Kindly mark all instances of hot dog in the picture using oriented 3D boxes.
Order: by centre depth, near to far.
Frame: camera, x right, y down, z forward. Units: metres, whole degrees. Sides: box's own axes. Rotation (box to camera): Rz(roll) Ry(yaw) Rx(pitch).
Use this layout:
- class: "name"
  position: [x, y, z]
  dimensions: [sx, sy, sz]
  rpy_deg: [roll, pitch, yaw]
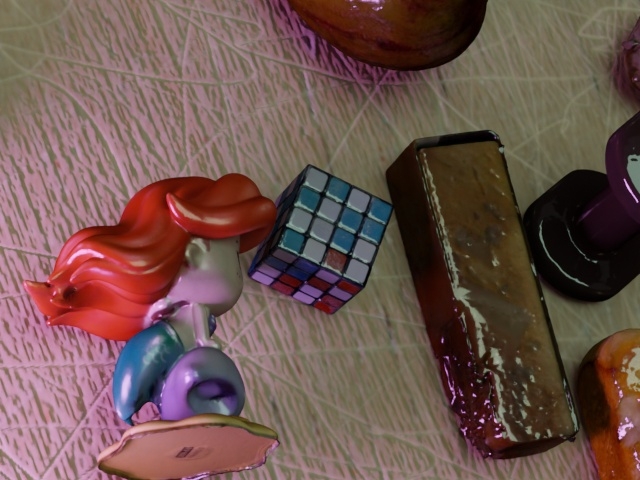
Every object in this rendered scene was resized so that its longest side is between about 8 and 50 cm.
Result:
- class: "hot dog"
  position: [0.347, 0.204, 1.680]
  dimensions: [0.153, 0.150, 0.256]
  rpy_deg: [-9, 74, -13]

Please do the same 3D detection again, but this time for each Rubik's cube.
- class: "Rubik's cube"
  position: [0.000, 0.000, 1.651]
  dimensions: [0.092, 0.092, 0.092]
  rpy_deg: [26, 64, -10]

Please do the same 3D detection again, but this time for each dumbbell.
- class: "dumbbell"
  position: [0.296, -0.036, 1.699]
  dimensions: [0.140, 0.225, 0.124]
  rpy_deg: [-38, 85, -29]

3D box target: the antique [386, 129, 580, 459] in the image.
- class: "antique"
  position: [0.153, 0.055, 1.691]
  dimensions: [0.093, 0.087, 0.309]
  rpy_deg: [-8, 74, -21]

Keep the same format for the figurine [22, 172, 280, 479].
- class: "figurine"
  position: [-0.136, 0.063, 1.533]
  dimensions: [0.208, 0.181, 0.257]
  rpy_deg: [-14, 66, 14]

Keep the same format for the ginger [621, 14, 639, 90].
- class: "ginger"
  position: [0.503, -0.134, 1.854]
  dimensions: [0.256, 0.176, 0.375]
  rpy_deg: [-38, 88, -10]

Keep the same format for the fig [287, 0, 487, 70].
- class: "fig"
  position: [0.010, -0.286, 1.730]
  dimensions: [0.321, 0.217, 0.217]
  rpy_deg: [11, 65, 8]
